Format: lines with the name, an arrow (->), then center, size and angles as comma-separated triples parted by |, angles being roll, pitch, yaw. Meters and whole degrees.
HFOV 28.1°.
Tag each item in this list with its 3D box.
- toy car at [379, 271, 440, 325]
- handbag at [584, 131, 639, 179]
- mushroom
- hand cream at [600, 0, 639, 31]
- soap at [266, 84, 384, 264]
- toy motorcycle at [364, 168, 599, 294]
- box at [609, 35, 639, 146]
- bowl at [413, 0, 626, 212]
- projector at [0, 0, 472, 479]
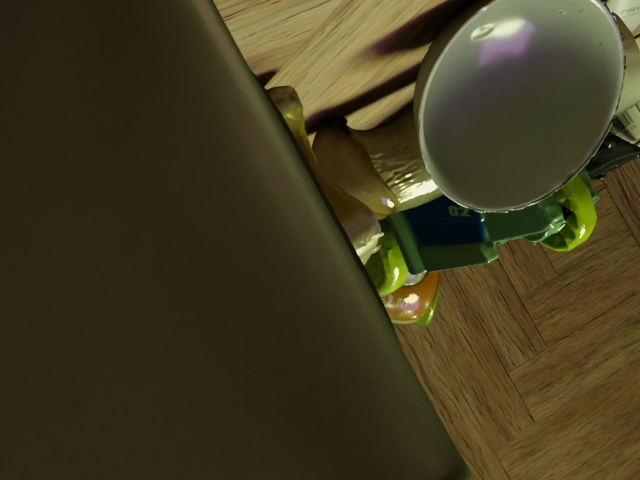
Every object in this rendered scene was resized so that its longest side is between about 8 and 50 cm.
toy car -> 0.103, -0.020, 1.642 | 0.145, 0.235, 0.235 | 15, 173, -1
handbag -> 0.320, -0.129, 1.840 | 0.254, 0.211, 0.089 | -25, 131, -43
mushroom -> 0.145, -0.113, 1.162 | 0.328, 0.122, 0.159 | -27, 167, -13
hand cream -> 0.291, -0.222, 1.283 | 0.079, 0.048, 0.255 | -26, 175, -10
soap -> -0.168, 0.061, 0.871 | 0.338, 0.169, 0.304 | -26, 165, -31
toy motorcycle -> 0.151, -0.071, 1.352 | 0.191, 0.200, 0.326 | -27, -173, -30
box -> 0.568, -0.267, 1.925 | 0.333, 0.145, 0.173 | -29, 174, -8
bowl -> 0.139, -0.124, 1.001 | 0.189, 0.189, 0.086 | -28, -142, -13
projector -> -0.112, 0.053, 0.550 | 0.248, 0.249, 0.248 | -28, 175, -10
